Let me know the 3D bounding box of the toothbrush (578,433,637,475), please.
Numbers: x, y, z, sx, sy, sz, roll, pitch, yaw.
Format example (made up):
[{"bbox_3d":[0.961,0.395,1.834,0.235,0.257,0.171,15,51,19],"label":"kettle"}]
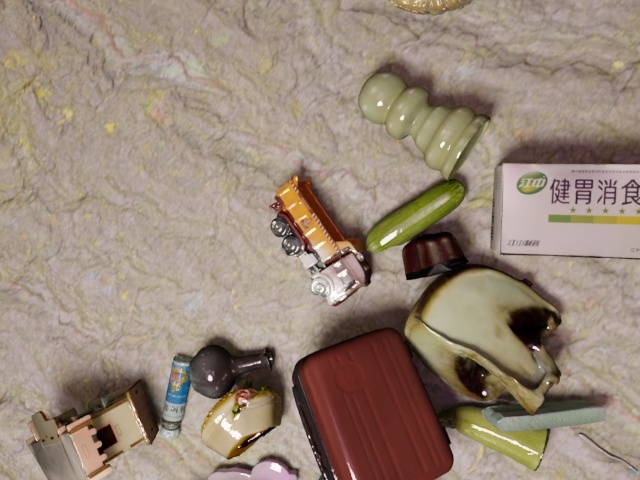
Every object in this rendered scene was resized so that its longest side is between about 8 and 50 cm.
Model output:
[{"bbox_3d":[0.583,0.433,1.098,0.131,0.011,0.013,35,79,8],"label":"toothbrush"}]

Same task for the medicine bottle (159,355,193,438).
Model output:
[{"bbox_3d":[-0.338,0.367,1.268,0.051,0.051,0.190,13,97,11],"label":"medicine bottle"}]

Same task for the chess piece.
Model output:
[{"bbox_3d":[0.192,-0.247,1.085,0.251,0.144,0.144,36,100,14],"label":"chess piece"}]

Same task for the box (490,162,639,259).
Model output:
[{"bbox_3d":[0.499,-0.056,1.017,0.333,0.145,0.173,2,95,13],"label":"box"}]

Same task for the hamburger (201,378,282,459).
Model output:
[{"bbox_3d":[-0.163,0.378,1.153,0.173,0.210,0.116,-38,72,-1],"label":"hamburger"}]

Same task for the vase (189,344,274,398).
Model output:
[{"bbox_3d":[-0.195,0.283,1.208,0.183,0.120,0.120,-13,91,-1],"label":"vase"}]

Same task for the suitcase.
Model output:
[{"bbox_3d":[0.091,0.333,1.025,0.237,0.161,0.296,-15,72,-21],"label":"suitcase"}]

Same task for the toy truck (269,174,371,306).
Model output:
[{"bbox_3d":[0.000,0.000,1.146,0.135,0.114,0.270,-36,84,16],"label":"toy truck"}]

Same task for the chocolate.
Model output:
[{"bbox_3d":[0.236,0.021,1.091,0.125,0.149,0.080,-20,88,-27],"label":"chocolate"}]

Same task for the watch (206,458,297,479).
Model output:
[{"bbox_3d":[-0.180,0.612,1.165,0.249,0.217,0.210,-8,92,13],"label":"watch"}]

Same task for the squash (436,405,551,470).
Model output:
[{"bbox_3d":[0.344,0.392,1.111,0.225,0.094,0.094,14,96,16],"label":"squash"}]

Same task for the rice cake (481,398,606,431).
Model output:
[{"bbox_3d":[0.436,0.341,1.060,0.222,0.080,0.042,-3,87,-7],"label":"rice cake"}]

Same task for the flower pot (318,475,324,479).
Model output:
[{"bbox_3d":[0.092,0.620,1.074,0.283,0.299,0.299,32,99,5],"label":"flower pot"}]

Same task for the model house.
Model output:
[{"bbox_3d":[-0.487,0.411,1.214,0.326,0.244,0.169,-29,84,45],"label":"model house"}]

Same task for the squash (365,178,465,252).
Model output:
[{"bbox_3d":[0.194,-0.047,1.122,0.239,0.069,0.069,-33,86,12],"label":"squash"}]

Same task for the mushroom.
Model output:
[{"bbox_3d":[0.334,0.189,1.086,0.292,0.211,0.217,28,56,17],"label":"mushroom"}]

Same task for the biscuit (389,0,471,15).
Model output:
[{"bbox_3d":[0.210,-0.543,1.079,0.281,0.084,0.179,24,98,9],"label":"biscuit"}]
